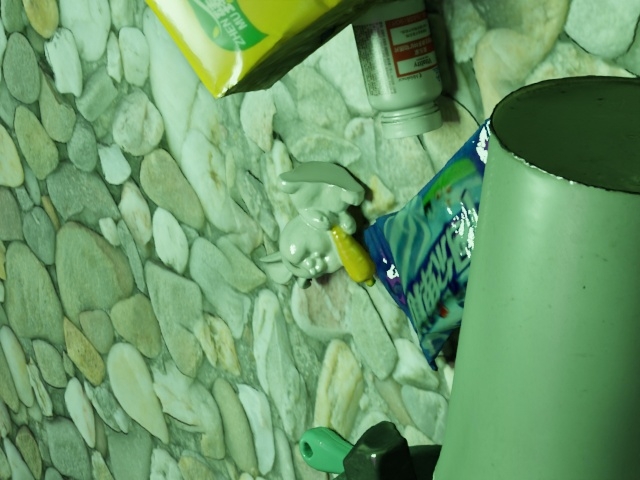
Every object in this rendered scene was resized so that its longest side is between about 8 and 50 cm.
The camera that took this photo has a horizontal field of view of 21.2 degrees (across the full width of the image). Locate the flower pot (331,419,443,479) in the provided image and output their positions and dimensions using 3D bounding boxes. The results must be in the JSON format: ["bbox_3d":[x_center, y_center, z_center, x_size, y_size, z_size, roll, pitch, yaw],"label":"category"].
[{"bbox_3d":[0.105,0.356,1.805,0.299,0.299,0.282,36,139,42],"label":"flower pot"}]

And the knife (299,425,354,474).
[{"bbox_3d":[0.068,0.274,2.075,0.260,0.035,0.063,13,111,47],"label":"knife"}]

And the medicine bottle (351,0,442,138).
[{"bbox_3d":[0.081,-0.178,1.749,0.079,0.079,0.140,4,110,56],"label":"medicine bottle"}]

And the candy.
[{"bbox_3d":[0.144,0.013,1.767,0.331,0.077,0.187,-39,72,59],"label":"candy"}]

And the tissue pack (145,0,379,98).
[{"bbox_3d":[-0.077,-0.362,1.584,0.382,0.293,0.228,54,-170,-2],"label":"tissue pack"}]

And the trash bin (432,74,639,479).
[{"bbox_3d":[0.248,0.100,1.478,0.280,0.280,0.432,32,129,45],"label":"trash bin"}]

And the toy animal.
[{"bbox_3d":[0.000,0.000,1.983,0.127,0.131,0.181,-94,14,-60],"label":"toy animal"}]
